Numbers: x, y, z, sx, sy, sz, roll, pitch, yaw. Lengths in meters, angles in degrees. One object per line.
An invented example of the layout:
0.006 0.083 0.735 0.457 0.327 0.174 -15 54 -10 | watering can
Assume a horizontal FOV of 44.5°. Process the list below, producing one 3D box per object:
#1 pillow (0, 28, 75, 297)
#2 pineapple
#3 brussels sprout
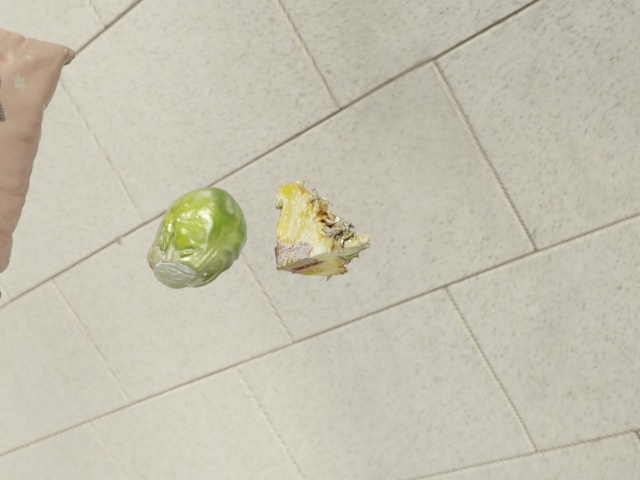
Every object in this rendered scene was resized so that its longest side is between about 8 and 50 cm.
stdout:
-0.300 -0.084 0.529 0.084 0.236 0.223 -21 57 47 | pillow
0.000 0.000 0.735 0.114 0.077 0.114 2 121 53 | pineapple
-0.166 -0.002 1.087 0.117 0.155 0.155 26 123 -5 | brussels sprout
